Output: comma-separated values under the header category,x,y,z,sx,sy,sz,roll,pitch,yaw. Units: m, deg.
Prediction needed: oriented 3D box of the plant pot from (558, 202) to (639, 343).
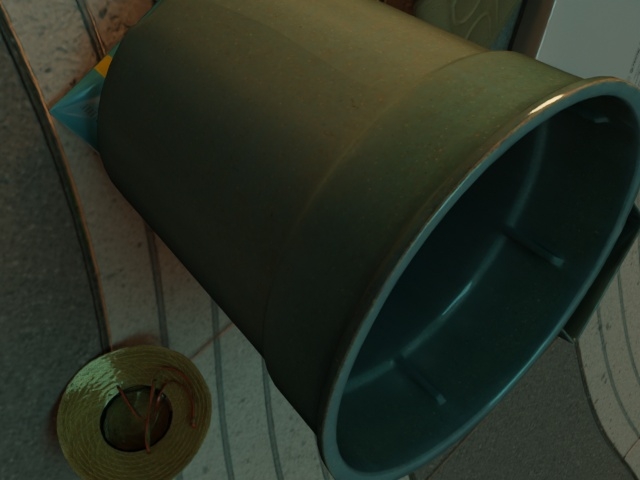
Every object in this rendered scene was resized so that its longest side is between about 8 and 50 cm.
category,x,y,z,sx,sy,sz,roll,pitch,yaw
plant pot,0.204,-0.024,1.033,0.166,0.234,0.165,-58,137,-8

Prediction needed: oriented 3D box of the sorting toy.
category,x,y,z,sx,sy,sz,roll,pitch,yaw
sorting toy,0.170,-0.299,0.951,0.229,0.041,0.307,-51,158,-11

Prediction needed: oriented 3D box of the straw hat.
category,x,y,z,sx,sy,sz,roll,pitch,yaw
straw hat,-0.176,0.172,0.870,0.144,0.144,0.061,-48,178,-18

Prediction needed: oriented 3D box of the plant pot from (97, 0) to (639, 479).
category,x,y,z,sx,sy,sz,roll,pitch,yaw
plant pot,0.018,-0.048,0.722,0.341,0.334,0.341,-33,146,-27

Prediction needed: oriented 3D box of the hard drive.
category,x,y,z,sx,sy,sz,roll,pitch,yaw
hard drive,0.380,-0.255,1.240,0.353,0.047,0.233,6,105,-47

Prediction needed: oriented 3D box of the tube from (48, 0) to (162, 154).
category,x,y,z,sx,sy,sz,roll,pitch,yaw
tube,-0.135,-0.163,0.771,0.207,0.052,0.080,-51,129,-7
